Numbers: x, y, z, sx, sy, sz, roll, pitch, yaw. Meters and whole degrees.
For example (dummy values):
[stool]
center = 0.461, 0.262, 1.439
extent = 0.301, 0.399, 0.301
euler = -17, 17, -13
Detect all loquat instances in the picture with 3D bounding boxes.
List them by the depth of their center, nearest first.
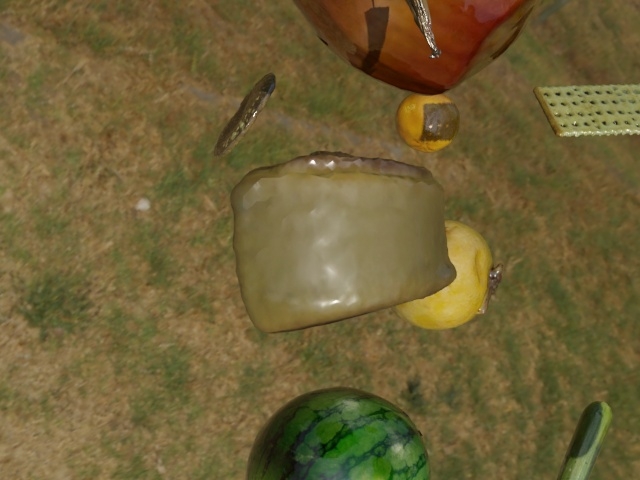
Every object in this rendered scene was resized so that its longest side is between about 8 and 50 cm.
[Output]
[loquat]
center = 0.245, 0.070, 1.816
extent = 0.244, 0.244, 0.244
euler = 23, 52, -33

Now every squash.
[squash]
center = 0.550, 0.439, 1.890
extent = 0.066, 0.066, 0.229
euler = 35, 71, -24

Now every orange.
[orange]
center = 0.256, -0.282, 2.171
extent = 0.159, 0.159, 0.136
euler = 30, 52, -28

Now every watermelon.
[watermelon]
center = 0.035, 0.440, 1.700
extent = 0.363, 0.363, 0.363
euler = 23, 52, -33

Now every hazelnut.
[hazelnut]
center = 0.111, -0.354, 1.098
extent = 0.366, 0.366, 0.365
euler = 23, 52, -33

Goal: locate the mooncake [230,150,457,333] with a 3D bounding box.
[mooncake]
center = 0.000, 0.000, 1.378
extent = 0.393, 0.394, 0.246
euler = -5, 88, -37

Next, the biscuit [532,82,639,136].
[biscuit]
center = 0.493, -0.229, 1.569
extent = 0.231, 0.016, 0.139
euler = -3, 47, -11

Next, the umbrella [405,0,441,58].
[umbrella]
center = 0.099, -0.215, 0.876
extent = 0.020, 0.031, 0.083
euler = -16, 90, -4

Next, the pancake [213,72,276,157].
[pancake]
center = -0.143, -0.232, 1.687
extent = 0.021, 0.199, 0.199
euler = 35, 46, -17
